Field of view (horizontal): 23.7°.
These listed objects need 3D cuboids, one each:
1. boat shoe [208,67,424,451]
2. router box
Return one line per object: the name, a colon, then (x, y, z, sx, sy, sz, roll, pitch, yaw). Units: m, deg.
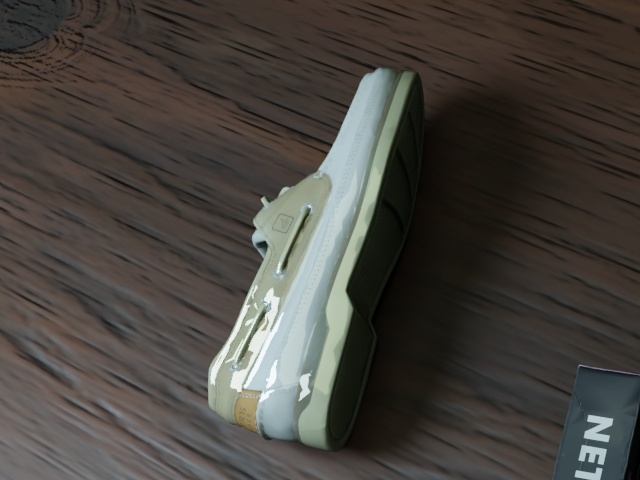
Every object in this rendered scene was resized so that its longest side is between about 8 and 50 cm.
boat shoe: (0.000, 0.000, 1.118, 0.103, 0.113, 0.302, 9, 64, 19)
router box: (0.168, 0.185, 0.927, 0.046, 0.133, 0.179, 6, 61, 23)
